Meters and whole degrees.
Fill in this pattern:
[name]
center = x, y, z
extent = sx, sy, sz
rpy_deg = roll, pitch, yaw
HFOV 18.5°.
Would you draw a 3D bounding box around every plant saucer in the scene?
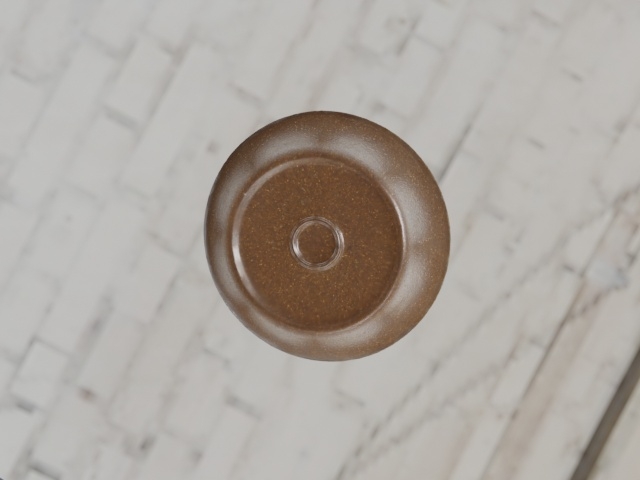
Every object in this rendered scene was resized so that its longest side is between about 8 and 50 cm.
[plant saucer]
center = 0.000, 0.000, 1.521
extent = 0.198, 0.198, 0.036
rpy_deg = -59, 173, 15

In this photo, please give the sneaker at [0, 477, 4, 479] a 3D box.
[sneaker]
center = -0.285, 0.152, 1.317
extent = 0.127, 0.182, 0.315
rpy_deg = -34, 122, -77
